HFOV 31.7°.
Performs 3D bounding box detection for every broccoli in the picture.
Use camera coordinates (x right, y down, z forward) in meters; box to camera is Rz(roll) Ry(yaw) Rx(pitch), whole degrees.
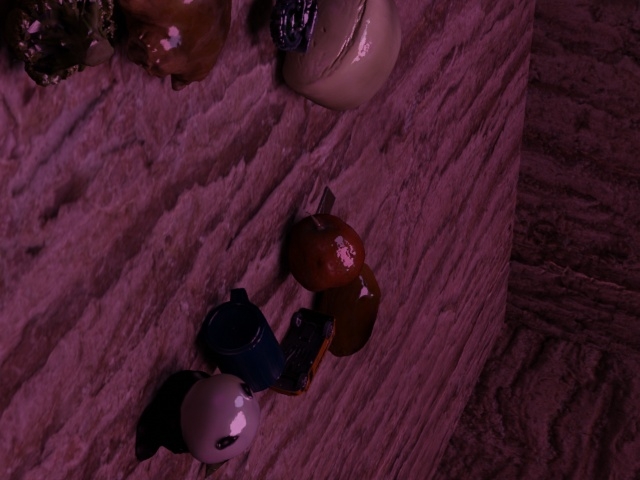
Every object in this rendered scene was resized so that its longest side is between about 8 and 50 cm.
[{"bbox_3d":[-0.273,-0.229,1.206,0.131,0.120,0.130,-36,151,-23],"label":"broccoli"}]

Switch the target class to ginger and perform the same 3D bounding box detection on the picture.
[{"bbox_3d":[-0.175,-0.280,1.422,0.270,0.123,0.218,84,26,-46],"label":"ginger"}]

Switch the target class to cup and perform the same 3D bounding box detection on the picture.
[{"bbox_3d":[-0.140,0.167,1.918,0.113,0.150,0.138,-33,146,-9],"label":"cup"}]

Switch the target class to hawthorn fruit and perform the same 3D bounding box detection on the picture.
[{"bbox_3d":[0.013,0.006,2.118,0.149,0.149,0.189,-44,147,-55],"label":"hawthorn fruit"}]

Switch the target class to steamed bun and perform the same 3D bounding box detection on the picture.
[{"bbox_3d":[0.045,-0.348,1.917,0.200,0.155,0.250,29,75,-70],"label":"steamed bun"}]

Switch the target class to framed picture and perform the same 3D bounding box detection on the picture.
[{"bbox_3d":[0.007,-0.058,2.257,0.066,0.007,0.089,49,58,-66],"label":"framed picture"}]

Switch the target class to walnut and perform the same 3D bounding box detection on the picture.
[{"bbox_3d":[0.059,0.145,2.377,0.137,0.137,0.245,-48,148,-51],"label":"walnut"}]

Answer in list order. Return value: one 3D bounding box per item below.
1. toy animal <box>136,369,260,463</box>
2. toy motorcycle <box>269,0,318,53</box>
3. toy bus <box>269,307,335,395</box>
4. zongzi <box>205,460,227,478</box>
[{"bbox_3d":[-0.182,0.286,1.777,0.138,0.179,0.166,45,54,-52],"label":"toy animal"},{"bbox_3d":[-0.017,-0.424,1.775,0.159,0.106,0.270,9,92,-64],"label":"toy motorcycle"},{"bbox_3d":[-0.038,0.232,2.241,0.088,0.083,0.194,82,30,-50],"label":"toy bus"},{"bbox_3d":[-0.166,0.373,2.059,0.119,0.055,0.109,-64,163,6],"label":"zongzi"}]
